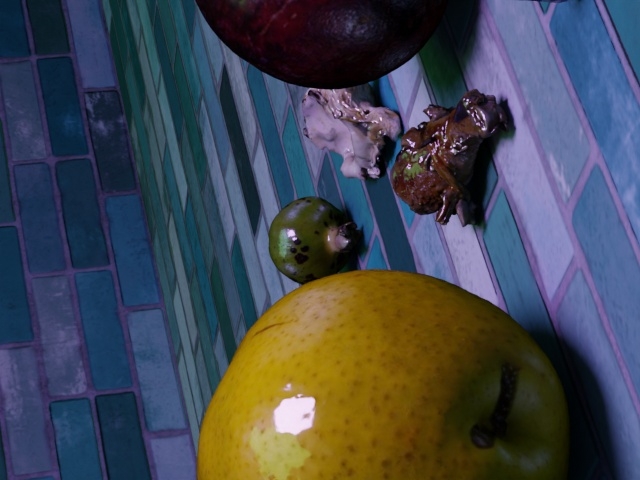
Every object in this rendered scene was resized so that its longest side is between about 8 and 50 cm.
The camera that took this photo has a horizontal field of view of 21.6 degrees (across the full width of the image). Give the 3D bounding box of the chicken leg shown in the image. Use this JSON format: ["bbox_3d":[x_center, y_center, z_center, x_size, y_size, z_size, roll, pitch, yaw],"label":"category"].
[{"bbox_3d":[0.139,-0.097,1.763,0.125,0.080,0.196,61,147,34],"label":"chicken leg"}]

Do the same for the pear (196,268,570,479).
[{"bbox_3d":[0.055,0.211,1.625,0.418,0.362,0.362,-17,78,53],"label":"pear"}]

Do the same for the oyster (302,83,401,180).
[{"bbox_3d":[0.050,-0.144,2.100,0.191,0.081,0.163,32,151,54],"label":"oyster"}]

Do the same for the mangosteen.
[{"bbox_3d":[0.012,-0.310,1.769,0.300,0.300,0.300,175,90,-75],"label":"mangosteen"}]

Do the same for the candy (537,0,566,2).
[{"bbox_3d":[0.177,-0.291,1.500,0.073,0.092,0.160,107,155,-59],"label":"candy"}]

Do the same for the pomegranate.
[{"bbox_3d":[0.000,0.000,2.251,0.161,0.122,0.122,-3,92,49],"label":"pomegranate"}]
